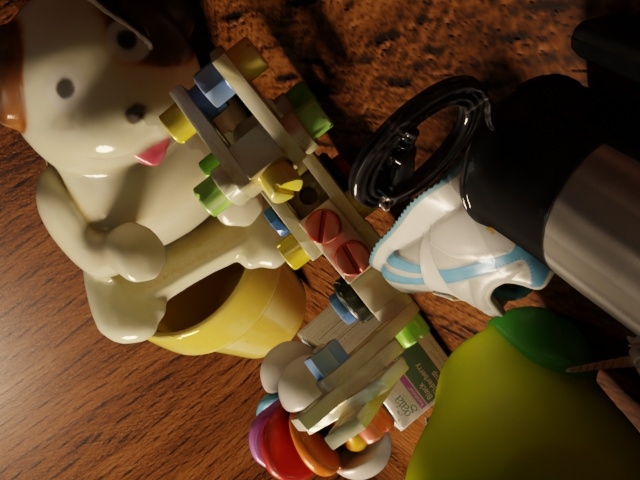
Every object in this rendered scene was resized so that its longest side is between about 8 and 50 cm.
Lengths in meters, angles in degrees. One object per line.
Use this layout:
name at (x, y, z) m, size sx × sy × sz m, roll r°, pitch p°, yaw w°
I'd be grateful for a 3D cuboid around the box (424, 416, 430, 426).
box at (0.195, 0.371, 1.057) m, size 0.307 × 0.077 × 0.242 m, roll 67°, pitch -165°, yaw -51°

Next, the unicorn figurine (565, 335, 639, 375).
unicorn figurine at (0.224, 0.087, 0.458) m, size 0.111 × 0.060 × 0.162 m, roll 55°, pitch 152°, yaw -9°

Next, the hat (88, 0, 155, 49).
hat at (-0.201, -0.305, 0.704) m, size 0.331 × 0.134 × 0.331 m, roll 50°, pitch -173°, yaw -9°

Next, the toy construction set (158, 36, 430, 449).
toy construction set at (0.000, 0.000, 0.760) m, size 0.215 × 0.151 × 0.327 m, roll -20°, pitch -93°, yaw -85°

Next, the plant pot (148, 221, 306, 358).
plant pot at (-0.144, 0.066, 1.380) m, size 0.254 × 0.254 × 0.239 m, roll 43°, pitch -179°, yaw 37°

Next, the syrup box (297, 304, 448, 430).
syrup box at (0.063, 0.134, 1.086) m, size 0.093 × 0.096 × 0.237 m, roll 53°, pitch 168°, yaw -13°

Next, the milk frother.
milk frother at (0.105, -0.011, 0.382) m, size 0.135 × 0.143 × 0.129 m, roll 44°, pitch 158°, yaw 44°

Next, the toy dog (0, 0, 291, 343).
toy dog at (-0.209, -0.128, 1.052) m, size 0.408 × 0.285 × 0.395 m, roll 84°, pitch 165°, yaw -66°

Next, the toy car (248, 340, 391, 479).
toy car at (-0.018, 0.215, 1.060) m, size 0.159 × 0.136 × 0.182 m, roll 53°, pitch 169°, yaw -16°

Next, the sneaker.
sneaker at (0.098, 0.010, 0.619) m, size 0.092 × 0.087 × 0.228 m, roll 48°, pitch 170°, yaw 6°

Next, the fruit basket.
fruit basket at (0.156, 0.238, 0.584) m, size 0.283 × 0.392 × 0.392 m, roll 25°, pitch 160°, yaw 16°
